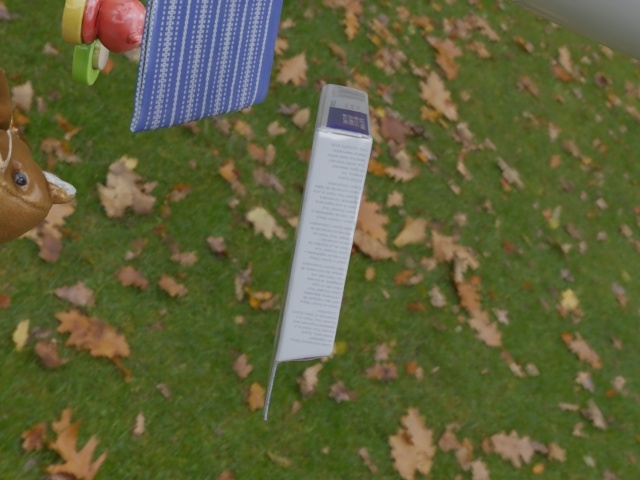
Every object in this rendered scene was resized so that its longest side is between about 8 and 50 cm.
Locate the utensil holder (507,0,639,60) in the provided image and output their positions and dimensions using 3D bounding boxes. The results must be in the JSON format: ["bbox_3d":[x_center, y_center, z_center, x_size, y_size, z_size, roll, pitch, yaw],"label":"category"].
[{"bbox_3d":[0.283,-0.345,0.870,0.385,0.327,0.327,16,49,-31],"label":"utensil holder"}]

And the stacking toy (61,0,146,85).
[{"bbox_3d":[-0.350,-0.420,1.697,0.130,0.279,0.309,15,62,-4],"label":"stacking toy"}]

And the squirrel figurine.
[{"bbox_3d":[-0.526,-0.160,1.405,0.281,0.397,0.370,-37,89,-12],"label":"squirrel figurine"}]

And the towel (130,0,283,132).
[{"bbox_3d":[-0.143,-0.282,1.259,0.040,0.243,0.336,18,21,20],"label":"towel"}]

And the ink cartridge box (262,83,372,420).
[{"bbox_3d":[0.000,0.000,1.118,0.071,0.330,0.324,9,18,-2],"label":"ink cartridge box"}]
